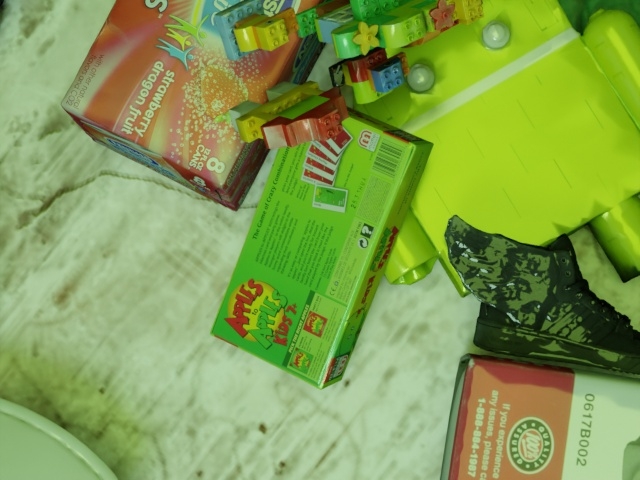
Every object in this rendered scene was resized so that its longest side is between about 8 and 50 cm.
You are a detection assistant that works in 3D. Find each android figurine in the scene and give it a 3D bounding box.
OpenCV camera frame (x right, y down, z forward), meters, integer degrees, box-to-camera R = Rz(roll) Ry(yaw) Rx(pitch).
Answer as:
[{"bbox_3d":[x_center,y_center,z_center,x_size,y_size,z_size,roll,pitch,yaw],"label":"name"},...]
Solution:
[{"bbox_3d":[0.130,-0.074,1.068,0.248,0.056,0.272,-28,84,-1],"label":"android figurine"}]

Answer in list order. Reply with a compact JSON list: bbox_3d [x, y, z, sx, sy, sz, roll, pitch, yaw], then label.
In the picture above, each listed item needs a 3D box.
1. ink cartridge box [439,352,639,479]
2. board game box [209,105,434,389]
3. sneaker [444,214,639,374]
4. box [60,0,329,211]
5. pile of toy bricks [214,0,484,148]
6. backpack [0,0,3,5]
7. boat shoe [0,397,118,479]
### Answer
[{"bbox_3d":[0.227,0.207,0.988,0.306,0.131,0.226,8,84,4],"label":"ink cartridge box"},{"bbox_3d":[0.000,0.000,1.031,0.092,0.043,0.181,25,103,19],"label":"board game box"},{"bbox_3d":[0.164,0.037,1.007,0.170,0.051,0.089,8,93,3],"label":"sneaker"},{"bbox_3d":[-0.060,-0.165,1.051,0.128,0.122,0.256,27,84,4],"label":"box"},{"bbox_3d":[0.039,-0.143,0.956,0.212,0.105,0.118,-31,120,-27],"label":"pile of toy bricks"},{"bbox_3d":[-0.384,-0.298,1.037,0.356,0.273,0.290,32,92,18],"label":"backpack"},{"bbox_3d":[-0.280,0.162,1.034,0.305,0.091,0.109,14,60,4],"label":"boat shoe"}]
